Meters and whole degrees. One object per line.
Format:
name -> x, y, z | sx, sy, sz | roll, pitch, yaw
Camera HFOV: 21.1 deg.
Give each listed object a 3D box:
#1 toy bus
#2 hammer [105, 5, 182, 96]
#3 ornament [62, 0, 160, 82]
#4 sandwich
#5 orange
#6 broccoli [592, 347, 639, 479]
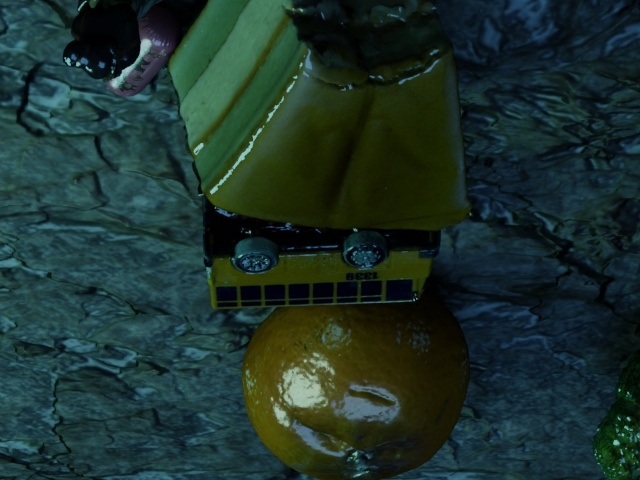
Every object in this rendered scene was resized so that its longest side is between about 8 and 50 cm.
toy bus -> 0.000, 0.000, 1.489 | 0.201, 0.098, 0.114 | -2, 146, -2
hammer -> -0.136, -0.143, 1.314 | 0.043, 0.043, 0.083 | 17, 140, -29
ornament -> -0.119, -0.186, 1.118 | 0.153, 0.196, 0.166 | -4, 147, 2
sandwich -> 0.037, -0.122, 1.255 | 0.227, 0.155, 0.198 | 5, 141, -31
orange -> 0.034, 0.134, 1.627 | 0.224, 0.170, 0.224 | -4, 147, -3
broccoli -> 0.404, 0.193, 1.678 | 0.254, 0.269, 0.269 | -42, 137, 6
